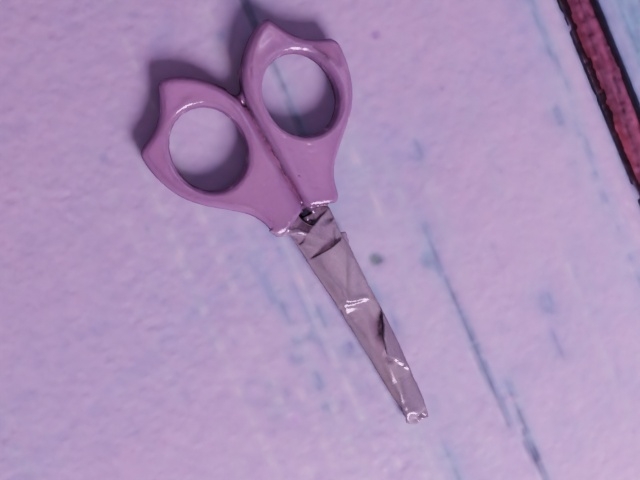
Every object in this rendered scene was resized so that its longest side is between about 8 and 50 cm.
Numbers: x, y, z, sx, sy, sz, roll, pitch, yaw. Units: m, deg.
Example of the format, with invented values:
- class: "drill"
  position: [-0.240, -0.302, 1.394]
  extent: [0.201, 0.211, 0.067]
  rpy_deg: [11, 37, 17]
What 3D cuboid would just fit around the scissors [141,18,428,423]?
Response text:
- class: "scissors"
  position: [0.000, 0.000, 0.612]
  extent: [0.110, 0.021, 0.212]
  rpy_deg: [-30, 96, -7]
